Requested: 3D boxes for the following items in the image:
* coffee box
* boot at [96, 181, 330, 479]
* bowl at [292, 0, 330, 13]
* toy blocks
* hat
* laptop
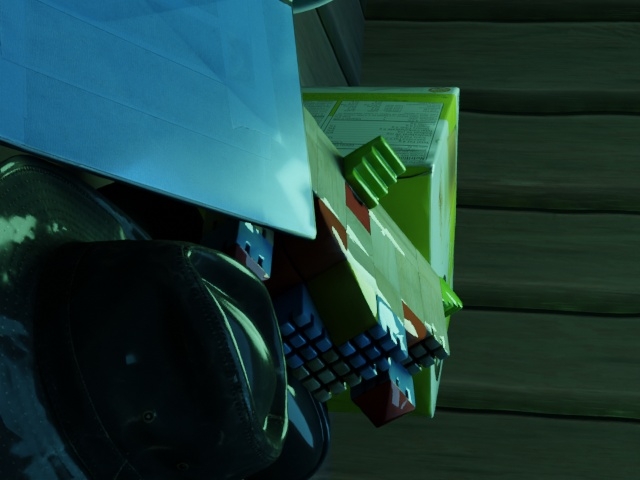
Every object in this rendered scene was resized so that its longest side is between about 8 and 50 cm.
[{"bbox_3d":[0.000,0.000,1.453,0.334,0.338,0.338,-65,155,-64],"label":"coffee box"},{"bbox_3d":[-0.148,0.130,0.922,0.367,0.146,0.445,55,12,-4],"label":"boot"},{"bbox_3d":[-0.068,-0.409,1.225,0.163,0.311,0.311,-124,-147,-75],"label":"bowl"},{"bbox_3d":[0.012,0.039,1.097,0.381,0.190,0.261,49,22,-27],"label":"toy blocks"},{"bbox_3d":[-0.099,0.081,0.742,0.331,0.134,0.331,50,30,-43],"label":"hat"},{"bbox_3d":[-0.066,-0.261,0.855,0.382,0.236,0.408,18,115,-49],"label":"laptop"}]
